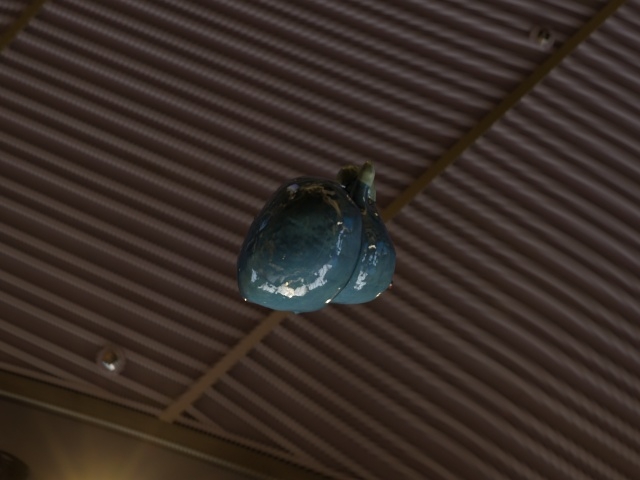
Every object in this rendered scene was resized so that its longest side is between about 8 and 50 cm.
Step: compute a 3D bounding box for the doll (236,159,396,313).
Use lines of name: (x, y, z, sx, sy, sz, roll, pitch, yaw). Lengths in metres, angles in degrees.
doll: (0.000, 0.000, 0.487, 0.050, 0.083, 0.076, 35, -75, 29)
